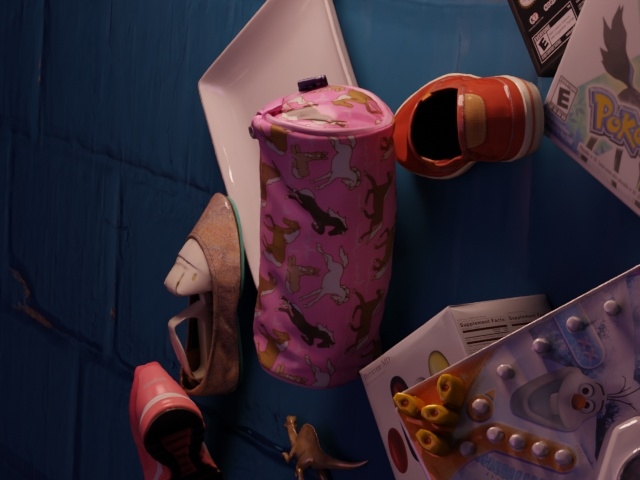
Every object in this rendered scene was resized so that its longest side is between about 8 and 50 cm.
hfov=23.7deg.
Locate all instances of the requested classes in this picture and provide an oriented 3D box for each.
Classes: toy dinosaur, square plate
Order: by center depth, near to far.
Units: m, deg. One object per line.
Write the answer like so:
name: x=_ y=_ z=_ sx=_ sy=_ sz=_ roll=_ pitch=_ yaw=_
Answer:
toy dinosaur: x=-0.012 y=0.298 z=2.071 sx=0.183 sy=0.053 sz=0.092 roll=28 pitch=114 yaw=51
square plate: x=-0.036 y=-0.151 z=2.071 sx=0.347 sy=0.049 sz=0.344 roll=-41 pitch=60 yaw=49

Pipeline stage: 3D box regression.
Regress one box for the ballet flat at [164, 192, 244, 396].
ballet flat: x=-0.167 y=0.089 z=2.185 sx=0.107 sy=0.106 sz=0.315 roll=33 pitch=129 yaw=56

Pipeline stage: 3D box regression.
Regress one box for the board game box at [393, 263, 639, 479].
board game box: x=0.306 y=0.225 z=1.377 sx=0.390 sy=0.050 sz=0.389 roll=-30 pitch=71 yaw=13

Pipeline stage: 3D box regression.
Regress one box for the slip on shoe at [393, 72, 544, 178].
slip on shoe: x=0.140 y=-0.131 z=1.737 sx=0.331 sy=0.101 sz=0.123 roll=-176 pitch=83 yaw=-72

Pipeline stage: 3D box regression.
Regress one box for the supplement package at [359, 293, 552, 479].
supplement package: x=0.178 y=0.195 z=1.701 sx=0.194 sy=0.149 sz=0.203 roll=-43 pitch=59 yaw=48

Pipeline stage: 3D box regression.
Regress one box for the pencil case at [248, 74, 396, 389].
pencil case: x=0.000 y=0.000 z=1.874 sx=0.167 sy=0.160 sz=0.386 roll=34 pitch=134 yaw=43

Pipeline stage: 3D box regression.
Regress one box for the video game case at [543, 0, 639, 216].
video game case: x=0.366 y=-0.145 z=1.461 sx=0.329 sy=0.036 sz=0.300 roll=48 pitch=134 yaw=37

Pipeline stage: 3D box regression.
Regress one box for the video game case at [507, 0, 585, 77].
video game case: x=0.277 y=-0.349 z=1.612 sx=0.275 sy=0.035 sz=0.248 roll=-44 pitch=58 yaw=49

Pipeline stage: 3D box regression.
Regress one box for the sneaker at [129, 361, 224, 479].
sneaker: x=-0.223 y=0.296 z=2.286 sx=0.313 sy=0.116 sz=0.136 roll=90 pitch=157 yaw=-49
